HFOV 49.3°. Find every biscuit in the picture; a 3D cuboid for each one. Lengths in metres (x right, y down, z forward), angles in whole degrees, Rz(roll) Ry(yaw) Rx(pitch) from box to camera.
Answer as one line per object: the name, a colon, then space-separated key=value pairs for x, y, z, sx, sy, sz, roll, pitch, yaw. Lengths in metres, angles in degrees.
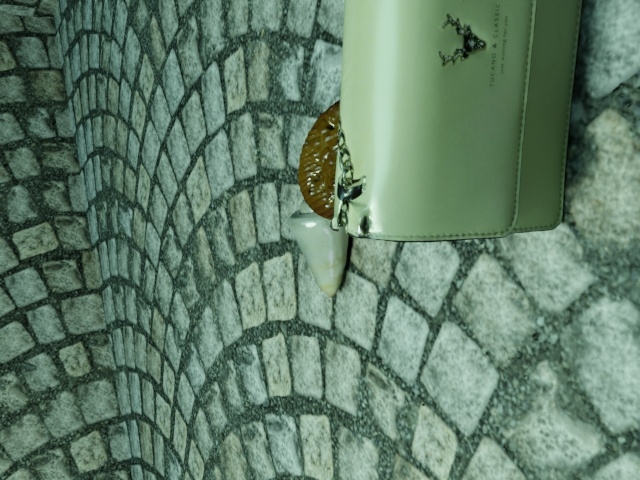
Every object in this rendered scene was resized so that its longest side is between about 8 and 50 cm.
biscuit: x=0.036 y=-0.119 z=0.979 sx=0.188 sy=0.027 sz=0.187 roll=-15 pitch=67 yaw=40

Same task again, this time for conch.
conch: x=0.008 y=-0.006 z=1.073 sx=0.104 sy=0.094 sz=0.176 roll=7 pitch=127 yaw=44

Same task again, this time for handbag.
handbag: x=0.130 y=-0.185 z=0.685 sx=0.160 sy=0.237 sz=0.358 roll=19 pitch=110 yaw=58
